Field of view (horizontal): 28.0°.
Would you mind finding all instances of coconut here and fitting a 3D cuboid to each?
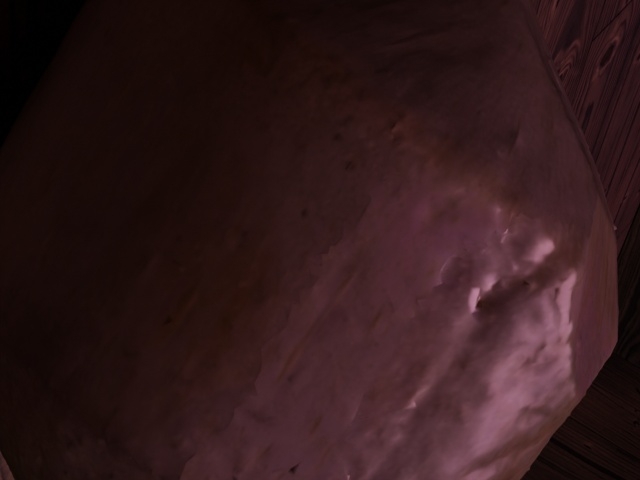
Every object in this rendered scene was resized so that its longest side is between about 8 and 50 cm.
[{"bbox_3d":[0.000,0.000,0.736,0.344,0.415,0.415,30,91,-53],"label":"coconut"}]
